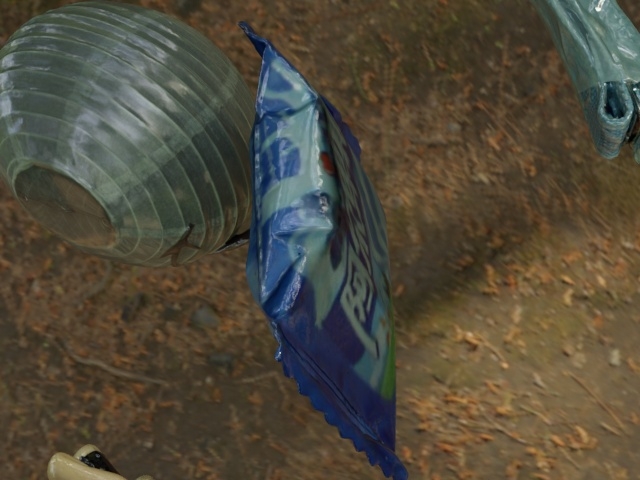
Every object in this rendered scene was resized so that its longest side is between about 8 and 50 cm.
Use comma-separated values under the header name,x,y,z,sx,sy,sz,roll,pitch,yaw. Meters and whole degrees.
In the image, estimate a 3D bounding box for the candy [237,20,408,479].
name,x,y,z,sx,sy,sz,roll,pitch,yaw
candy,0.000,0.000,0.884,0.077,0.187,0.331,-22,46,21

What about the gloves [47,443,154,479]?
name,x,y,z,sx,sy,sz,roll,pitch,yaw
gloves,-0.146,0.250,0.755,0.197,0.152,0.301,-49,25,30

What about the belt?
name,x,y,z,sx,sy,sz,roll,pitch,yaw
belt,0.221,-0.194,1.076,0.087,0.072,0.302,-21,69,-16

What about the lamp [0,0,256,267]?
name,x,y,z,sx,sy,sz,roll,pitch,yaw
lamp,-0.164,-0.095,1.084,0.265,0.233,0.233,28,88,9
